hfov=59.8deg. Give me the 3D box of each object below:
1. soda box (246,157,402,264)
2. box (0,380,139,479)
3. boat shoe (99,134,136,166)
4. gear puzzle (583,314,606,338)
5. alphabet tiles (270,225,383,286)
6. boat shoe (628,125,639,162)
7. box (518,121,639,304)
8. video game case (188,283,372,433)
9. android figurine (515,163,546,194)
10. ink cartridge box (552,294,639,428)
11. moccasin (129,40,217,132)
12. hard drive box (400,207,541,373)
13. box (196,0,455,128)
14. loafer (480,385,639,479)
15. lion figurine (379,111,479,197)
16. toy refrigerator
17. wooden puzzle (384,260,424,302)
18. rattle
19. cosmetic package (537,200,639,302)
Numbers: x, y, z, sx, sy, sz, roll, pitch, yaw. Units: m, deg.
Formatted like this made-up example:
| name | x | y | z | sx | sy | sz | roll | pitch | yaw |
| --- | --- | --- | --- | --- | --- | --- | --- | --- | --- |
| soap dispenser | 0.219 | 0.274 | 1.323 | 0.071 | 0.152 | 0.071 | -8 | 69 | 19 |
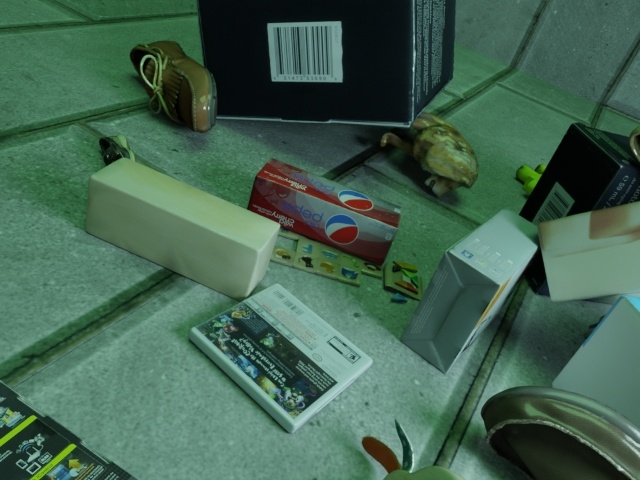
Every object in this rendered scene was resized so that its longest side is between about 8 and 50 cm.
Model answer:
| name | x | y | z | sx | sy | sz | roll | pitch | yaw |
| --- | --- | --- | --- | --- | --- | --- | --- | --- | --- |
| soda box | 0.008 | -0.054 | 1.000 | 0.263 | 0.083 | 0.092 | 21 | 32 | 3 |
| box | -0.304 | 0.251 | 0.433 | 0.216 | 0.060 | 0.270 | 28 | 33 | 13 |
| boat shoe | -0.360 | -0.143 | 0.988 | 0.049 | 0.056 | 0.152 | -7 | 32 | -28 |
| gear puzzle | 0.591 | 0.104 | 0.873 | 0.176 | 0.339 | 0.044 | 11 | 63 | -21 |
| alphabet tiles | 0.000 | 0.000 | 1.003 | 0.237 | 0.009 | 0.198 | 17 | 33 | -5 |
| boat shoe | 0.615 | -0.049 | 0.872 | 0.110 | 0.121 | 0.341 | -24 | 71 | -19 |
| box | 0.582 | -0.037 | 1.094 | 0.294 | 0.296 | 0.182 | 8 | 35 | -16 |
| video game case | -0.050 | 0.147 | 0.751 | 0.190 | 0.022 | 0.173 | 37 | 36 | 23 |
| android figurine | 0.657 | -0.119 | 1.476 | 0.248 | 0.056 | 0.273 | -6 | 39 | -34 |
| ink cartridge box | 0.526 | 0.224 | 0.776 | 0.270 | 0.198 | 0.197 | 8 | 35 | -16 |
| moccasin | -0.329 | -0.347 | 1.219 | 0.147 | 0.139 | 0.380 | -11 | 46 | -29 |
| hard drive box | 0.244 | 0.070 | 0.871 | 0.089 | 0.181 | 0.232 | 35 | 37 | 22 |
| box | 0.044 | -0.475 | 1.327 | 0.480 | 0.297 | 0.472 | 7 | 26 | 20 |
| loafer | 0.345 | 0.302 | 0.627 | 0.366 | 0.133 | 0.130 | 30 | 47 | 18 |
| lion figurine | 0.287 | -0.254 | 1.401 | 0.240 | 0.142 | 0.392 | 23 | 32 | 5 |
| toy refrigerator | -0.206 | -0.021 | 0.840 | 0.270 | 0.102 | 0.094 | 23 | 33 | 6 |
| wooden puzzle | 0.146 | 0.069 | 0.968 | 0.079 | 0.014 | 0.116 | 18 | 34 | -13 |
| rattle | 0.128 | 0.295 | 0.589 | 0.143 | 0.130 | 0.200 | 22 | 5 | -17 |
| cosmetic package | 0.489 | 0.004 | 0.796 | 0.153 | 0.296 | 0.129 | 1 | 78 | -50 |
